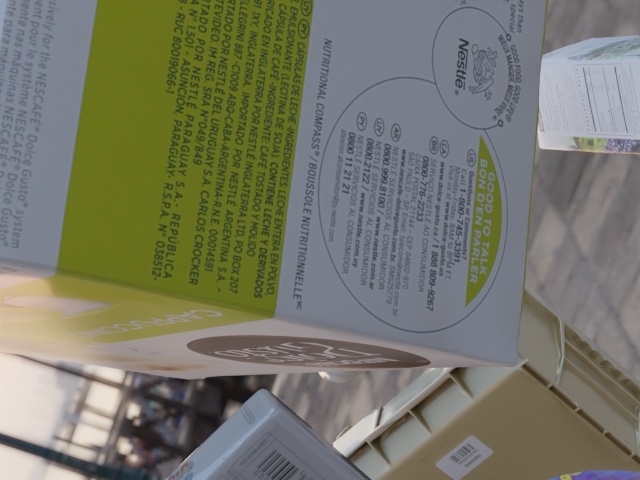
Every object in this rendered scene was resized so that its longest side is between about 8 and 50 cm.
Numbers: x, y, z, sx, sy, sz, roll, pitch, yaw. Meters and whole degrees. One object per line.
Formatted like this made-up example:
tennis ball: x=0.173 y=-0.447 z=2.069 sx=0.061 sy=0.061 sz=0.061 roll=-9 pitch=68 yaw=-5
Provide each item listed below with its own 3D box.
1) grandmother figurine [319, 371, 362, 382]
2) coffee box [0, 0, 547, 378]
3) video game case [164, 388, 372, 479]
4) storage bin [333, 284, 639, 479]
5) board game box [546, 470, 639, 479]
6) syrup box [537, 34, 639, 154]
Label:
grandmother figurine: x=0.000 y=0.000 z=1.477 sx=0.208 sy=0.104 sz=0.342 roll=-84 pitch=-14 yaw=-59
coffee box: x=-0.099 y=-0.105 z=0.815 sx=0.337 sy=0.334 sz=0.338 roll=-9 pitch=72 yaw=52
video game case: x=-0.034 y=0.211 z=0.743 sx=0.206 sy=0.227 sz=0.026 roll=-44 pitch=36 yaw=1
storage bin: x=0.185 y=0.215 z=1.391 sx=0.262 sy=0.260 sz=0.123 roll=-43 pitch=14 yaw=29
board game box: x=0.116 y=0.178 z=0.559 sx=0.033 sy=0.133 sz=0.169 roll=-2 pitch=-66 yaw=-66
syrup box: x=0.300 y=-0.139 z=1.313 sx=0.237 sy=0.093 sz=0.096 roll=10 pitch=117 yaw=64
